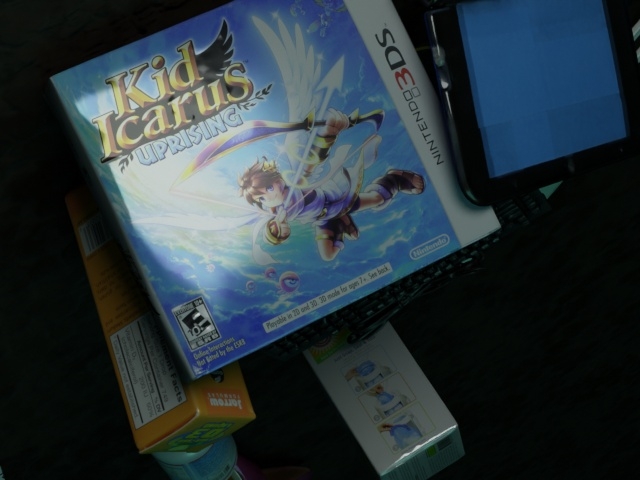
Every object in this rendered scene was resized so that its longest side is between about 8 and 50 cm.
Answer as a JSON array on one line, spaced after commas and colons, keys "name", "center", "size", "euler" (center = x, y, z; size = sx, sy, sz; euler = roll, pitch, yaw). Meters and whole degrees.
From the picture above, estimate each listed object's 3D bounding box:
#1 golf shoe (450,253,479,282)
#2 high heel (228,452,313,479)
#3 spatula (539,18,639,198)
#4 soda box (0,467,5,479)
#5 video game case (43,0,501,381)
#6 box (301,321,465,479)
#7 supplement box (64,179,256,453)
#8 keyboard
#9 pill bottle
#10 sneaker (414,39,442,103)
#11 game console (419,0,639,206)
[{"name": "golf shoe", "center": [0.095, 0.013, 1.442], "size": [0.198, 0.077, 0.094], "euler": [-30, 151, -11]}, {"name": "high heel", "center": [-0.070, 0.299, 1.736], "size": [0.117, 0.082, 0.244], "euler": [-55, 145, -22]}, {"name": "spatula", "center": [0.270, -0.127, 1.372], "size": [0.242, 0.019, 0.168], "euler": [-49, 156, -13]}, {"name": "soda box", "center": [-0.348, 0.223, 1.313], "size": [0.063, 0.058, 0.183], "euler": [-24, 151, -18]}, {"name": "video game case", "center": [-0.034, -0.060, 1.016], "size": [0.269, 0.244, 0.061], "euler": [-26, 179, -16]}, {"name": "box", "center": [0.065, 0.173, 1.521], "size": [0.103, 0.203, 0.114], "euler": [-31, 154, -5]}, {"name": "supplement box", "center": [-0.131, 0.052, 1.084], "size": [0.080, 0.233, 0.078], "euler": [-30, 157, 30]}, {"name": "keyboard", "center": [0.088, 0.038, 1.345], "size": [0.317, 0.033, 0.201], "euler": [-30, 161, 12]}, {"name": "pill bottle", "center": [-0.148, 0.216, 1.484], "size": [0.087, 0.087, 0.160], "euler": [-30, 152, -8]}, {"name": "sneaker", "center": [0.144, -0.119, 1.280], "size": [0.121, 0.111, 0.300], "euler": [-41, 159, -5]}, {"name": "game console", "center": [0.220, -0.188, 1.043], "size": [0.293, 0.173, 0.250], "euler": [-19, 158, -47]}]
